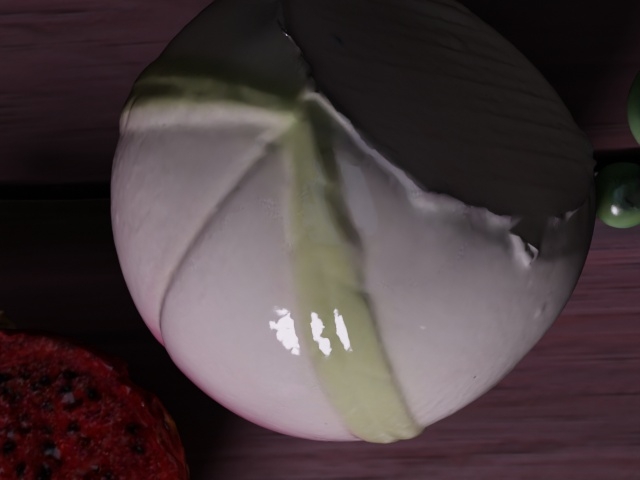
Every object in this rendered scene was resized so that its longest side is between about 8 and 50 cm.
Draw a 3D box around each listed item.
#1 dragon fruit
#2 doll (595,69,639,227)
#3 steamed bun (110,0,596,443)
[{"bbox_3d":[-0.184,0.171,1.271,0.317,0.152,0.205,22,80,18],"label":"dragon fruit"},{"bbox_3d":[0.285,0.015,1.147,0.198,0.186,0.322,-22,82,7],"label":"doll"},{"bbox_3d":[0.000,0.000,1.167,0.309,0.309,0.309,0,88,12],"label":"steamed bun"}]
